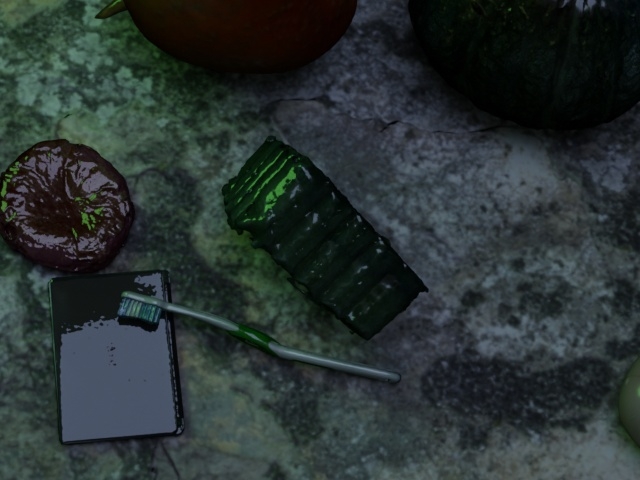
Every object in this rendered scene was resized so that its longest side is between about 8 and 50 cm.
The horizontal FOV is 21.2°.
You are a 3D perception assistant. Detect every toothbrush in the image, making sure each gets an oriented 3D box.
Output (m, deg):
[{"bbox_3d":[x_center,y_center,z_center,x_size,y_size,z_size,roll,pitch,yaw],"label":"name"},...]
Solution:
[{"bbox_3d":[-0.061,0.102,1.777,0.304,0.030,0.030,15,69,-4],"label":"toothbrush"}]

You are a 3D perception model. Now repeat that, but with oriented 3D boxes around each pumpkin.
[{"bbox_3d":[0.228,-0.234,1.818,0.293,0.263,0.197,29,73,8],"label":"pumpkin"}]

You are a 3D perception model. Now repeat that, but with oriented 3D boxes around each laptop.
[{"bbox_3d":[-0.212,0.120,1.768,0.129,0.016,0.180,-4,70,-8],"label":"laptop"}]

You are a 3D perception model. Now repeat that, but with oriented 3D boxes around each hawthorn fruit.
[{"bbox_3d":[-0.112,-0.302,1.812,0.298,0.277,0.277,-21,72,13],"label":"hawthorn fruit"}]

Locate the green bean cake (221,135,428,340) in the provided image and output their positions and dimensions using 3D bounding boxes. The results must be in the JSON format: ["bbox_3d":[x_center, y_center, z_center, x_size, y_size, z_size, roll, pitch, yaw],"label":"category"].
[{"bbox_3d":[0.000,0.000,1.776,0.208,0.193,0.107,43,89,-15],"label":"green bean cake"}]

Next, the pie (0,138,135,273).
[{"bbox_3d":[-0.270,-0.037,1.806,0.154,0.038,0.153,3,71,-8],"label":"pie"}]

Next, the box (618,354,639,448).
[{"bbox_3d":[0.407,0.186,1.773,0.200,0.088,0.146,36,69,8],"label":"box"}]
